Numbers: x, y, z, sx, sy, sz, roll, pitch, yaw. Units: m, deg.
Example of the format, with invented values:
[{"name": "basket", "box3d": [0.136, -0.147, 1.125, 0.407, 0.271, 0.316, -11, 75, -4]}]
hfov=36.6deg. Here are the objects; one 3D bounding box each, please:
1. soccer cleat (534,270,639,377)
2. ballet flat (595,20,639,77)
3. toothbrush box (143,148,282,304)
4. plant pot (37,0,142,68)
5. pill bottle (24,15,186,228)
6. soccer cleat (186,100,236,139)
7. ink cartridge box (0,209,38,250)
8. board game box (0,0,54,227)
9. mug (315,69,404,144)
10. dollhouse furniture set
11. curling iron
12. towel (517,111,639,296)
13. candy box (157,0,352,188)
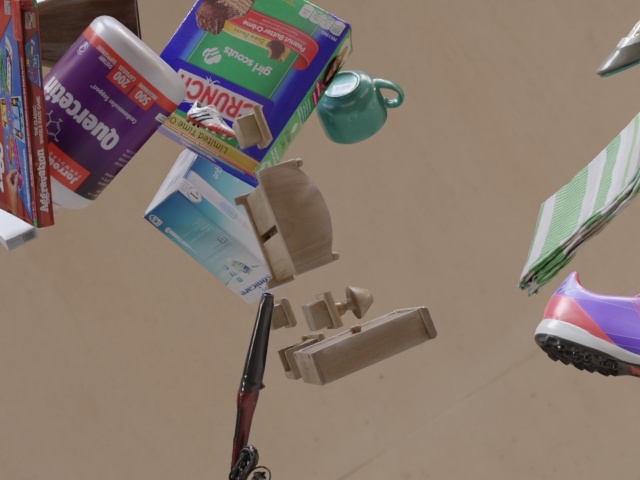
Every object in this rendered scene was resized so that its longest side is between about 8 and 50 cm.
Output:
[{"name": "soccer cleat", "box3d": [0.430, 0.128, 1.195, 0.116, 0.318, 0.109, -63, -30, -18]}, {"name": "ballet flat", "box3d": [0.509, -0.309, 1.445, 0.213, 0.068, 0.072, -18, 7, 16]}, {"name": "toothbrush box", "box3d": [-0.179, -0.049, 1.974, 0.126, 0.295, 0.216, -30, 25, 39]}, {"name": "plant pot", "box3d": [-0.468, -0.413, 1.883, 0.230, 0.215, 0.215, -5, -13, -8]}, {"name": "pill bottle", "box3d": [-0.372, -0.177, 1.502, 0.323, 0.181, 0.181, -48, -10, 3]}, {"name": "soccer cleat", "box3d": [-0.141, -0.159, 1.273, 0.029, 0.083, 0.036, 26, -91, -60]}, {"name": "ink cartridge box", "box3d": [-0.592, -0.029, 1.838, 0.063, 0.115, 0.029, -30, -45, -28]}, {"name": "board game box", "box3d": [-0.393, -0.168, 1.235, 0.027, 0.281, 0.145, -14, 22, -38]}, {"name": "mug", "box3d": [0.064, -0.271, 1.848, 0.157, 0.129, 0.097, -41, -44, -15]}, {"name": "dollhouse furniture set", "box3d": [0.000, 0.000, 1.332, 0.173, 0.356, 0.303, -20, -2, -16]}, {"name": "curling iron", "box3d": [-0.083, 0.205, 1.286, 0.068, 0.274, 0.035, 10, 4, 37]}, {"name": "towel", "box3d": [0.430, -0.080, 1.518, 0.325, 0.038, 0.248, -55, 4, 45]}, {"name": "candy box", "box3d": [-0.136, -0.292, 1.707, 0.317, 0.268, 0.122, -58, -12, -8]}]
